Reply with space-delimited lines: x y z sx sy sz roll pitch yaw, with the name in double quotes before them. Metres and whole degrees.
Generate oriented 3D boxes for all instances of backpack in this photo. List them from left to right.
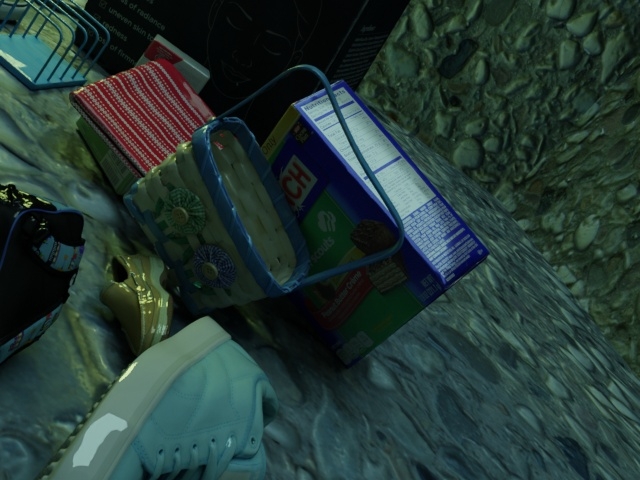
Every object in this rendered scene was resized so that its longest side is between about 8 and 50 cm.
"backpack" -0.277 0.024 0.668 0.117 0.158 0.173 22 4 2

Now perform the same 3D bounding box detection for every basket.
"basket" -0.070 -0.044 0.977 0.254 0.289 0.201 60 13 -9

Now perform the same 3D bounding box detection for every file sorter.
"file sorter" -0.432 -0.320 1.245 0.118 0.104 0.170 40 18 -1

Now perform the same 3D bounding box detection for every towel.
"towel" -0.235 -0.174 1.174 0.199 0.031 0.275 49 26 -7

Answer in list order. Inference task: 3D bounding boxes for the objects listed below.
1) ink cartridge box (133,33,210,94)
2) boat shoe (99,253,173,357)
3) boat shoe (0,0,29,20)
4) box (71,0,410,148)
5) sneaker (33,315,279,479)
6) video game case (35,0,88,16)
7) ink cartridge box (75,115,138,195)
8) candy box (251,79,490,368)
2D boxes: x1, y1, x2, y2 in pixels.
"ink cartridge box" -0.275 -0.253 1.333 0.109 0.150 0.063 34 15 -21
"boat shoe" -0.206 0.070 0.859 0.072 0.068 0.190 19 15 -23
"boat shoe" -0.578 -0.434 1.233 0.109 0.094 0.302 49 20 26
"box" -0.125 -0.459 1.478 0.480 0.471 0.297 37 26 7
"sneaker" -0.113 0.172 0.671 0.150 0.135 0.366 38 18 3
"video game case" -0.583 -0.555 1.632 0.274 0.026 0.196 46 18 18
"ink cartridge box" -0.244 -0.118 1.226 0.235 0.056 0.171 18 29 -54
"candy box" 0.033 -0.016 1.118 0.122 0.268 0.317 -31 79 -42
